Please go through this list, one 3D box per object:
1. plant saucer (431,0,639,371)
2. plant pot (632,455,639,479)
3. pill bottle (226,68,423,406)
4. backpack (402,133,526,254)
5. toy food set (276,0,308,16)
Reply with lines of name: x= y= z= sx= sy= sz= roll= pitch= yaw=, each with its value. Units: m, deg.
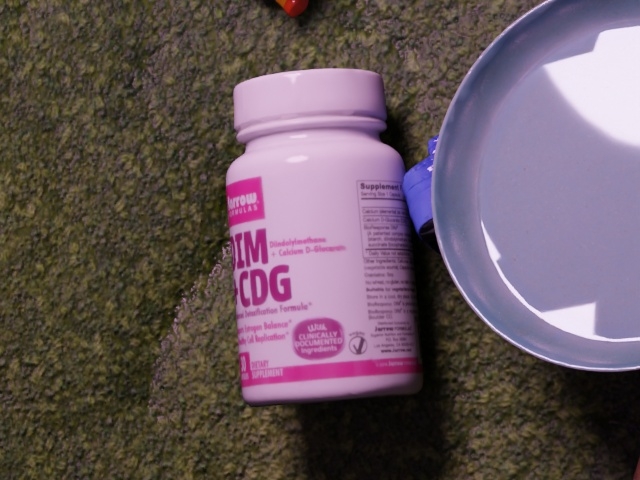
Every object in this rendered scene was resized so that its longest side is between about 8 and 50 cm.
plant saucer: x=0.239 y=-0.051 z=1.531 sx=0.318 sy=0.044 sz=0.317 roll=-7 pitch=76 yaw=26
plant pot: x=0.345 y=0.149 z=1.510 sx=0.215 sy=0.215 sz=0.230 roll=-1 pitch=72 yaw=28
pill bottle: x=0.000 y=0.000 z=1.709 sx=0.160 sy=0.160 sz=0.283 roll=-8 pitch=84 yaw=28
backpack: x=0.133 y=-0.047 z=1.674 sx=0.120 sy=0.098 sz=0.101 roll=-31 pitch=54 yaw=15
toy food set: x=-0.020 y=-0.320 z=1.751 sx=0.104 sy=0.111 sz=0.232 roll=45 pitch=115 yaw=21
